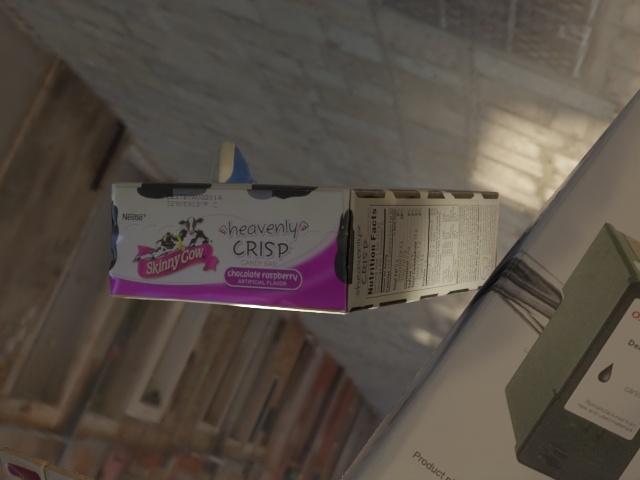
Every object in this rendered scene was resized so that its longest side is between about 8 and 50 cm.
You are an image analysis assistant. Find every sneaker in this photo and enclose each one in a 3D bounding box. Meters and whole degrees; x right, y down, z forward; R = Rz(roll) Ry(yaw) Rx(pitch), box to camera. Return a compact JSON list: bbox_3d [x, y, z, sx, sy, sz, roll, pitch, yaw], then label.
[{"bbox_3d":[-0.057,-0.026,1.136,0.084,0.152,0.058,7,136,-17],"label":"sneaker"}]

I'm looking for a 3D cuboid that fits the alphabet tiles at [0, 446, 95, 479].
[{"bbox_3d":[-0.162,0.321,1.008,0.342,0.285,0.011,9,-154,37],"label":"alphabet tiles"}]

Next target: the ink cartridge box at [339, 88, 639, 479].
[{"bbox_3d":[0.103,0.085,0.595,0.114,0.273,0.198,37,166,6],"label":"ink cartridge box"}]

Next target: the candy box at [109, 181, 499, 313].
[{"bbox_3d":[0.000,0.000,0.776,0.159,0.071,0.233,2,-178,29],"label":"candy box"}]
